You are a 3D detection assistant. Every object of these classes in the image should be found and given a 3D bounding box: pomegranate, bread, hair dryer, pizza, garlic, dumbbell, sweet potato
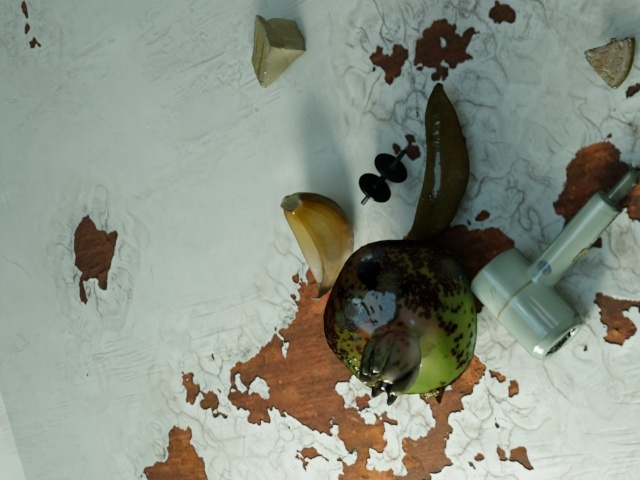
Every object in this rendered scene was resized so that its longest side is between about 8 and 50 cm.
[{"bbox_3d":[0.128,0.151,1.893,0.285,0.341,0.285,5,112,12],"label":"pomegranate"},{"bbox_3d":[-0.112,-0.363,2.168,0.152,0.105,0.077,-39,67,41],"label":"bread"},{"bbox_3d":[0.405,0.018,1.787,0.173,0.107,0.357,48,122,21],"label":"hair dryer"},{"bbox_3d":[0.444,-0.280,1.714,0.078,0.025,0.083,29,112,30],"label":"pizza"},{"bbox_3d":[0.008,-0.002,2.144,0.115,0.128,0.207,-19,94,3],"label":"garlic"},{"bbox_3d":[0.114,-0.114,2.039,0.069,0.069,0.147,54,131,20],"label":"dumbbell"},{"bbox_3d":[0.207,-0.095,1.956,0.108,0.079,0.346,-126,40,-58],"label":"sweet potato"}]

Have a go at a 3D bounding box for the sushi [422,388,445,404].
[{"bbox_3d":[0.191,0.250,2.061,0.118,0.060,0.061,45,122,25],"label":"sushi"}]
